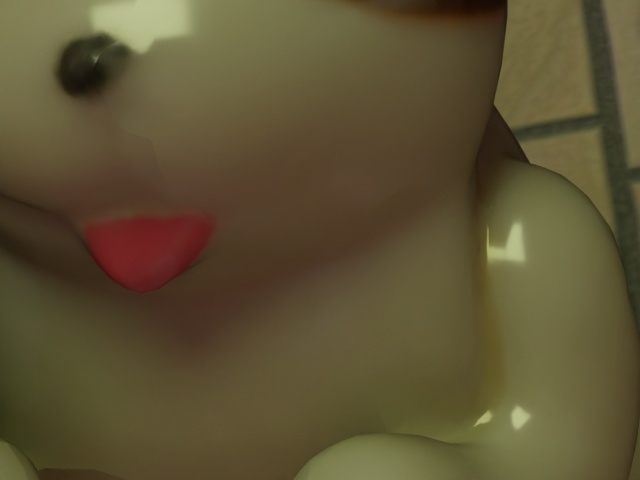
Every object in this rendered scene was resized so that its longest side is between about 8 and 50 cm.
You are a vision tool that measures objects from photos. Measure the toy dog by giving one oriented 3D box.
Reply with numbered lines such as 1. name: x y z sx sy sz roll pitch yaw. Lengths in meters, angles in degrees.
1. toy dog: 0.000 0.000 0.686 0.285 0.408 0.395 5 48 24
